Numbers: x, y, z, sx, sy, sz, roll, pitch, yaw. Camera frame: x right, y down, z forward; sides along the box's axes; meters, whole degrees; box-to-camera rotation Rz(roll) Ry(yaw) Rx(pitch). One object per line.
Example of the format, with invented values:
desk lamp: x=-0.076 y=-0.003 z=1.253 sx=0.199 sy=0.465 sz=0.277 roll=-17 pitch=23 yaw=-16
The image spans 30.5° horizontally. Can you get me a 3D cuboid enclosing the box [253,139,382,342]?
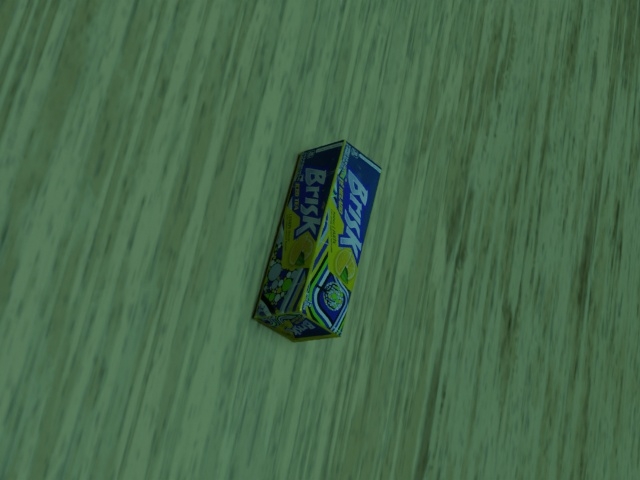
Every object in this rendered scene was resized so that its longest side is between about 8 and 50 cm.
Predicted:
box: x=0.000 y=0.000 z=1.017 sx=0.054 sy=0.059 sz=0.168 roll=34 pitch=59 yaw=-36
